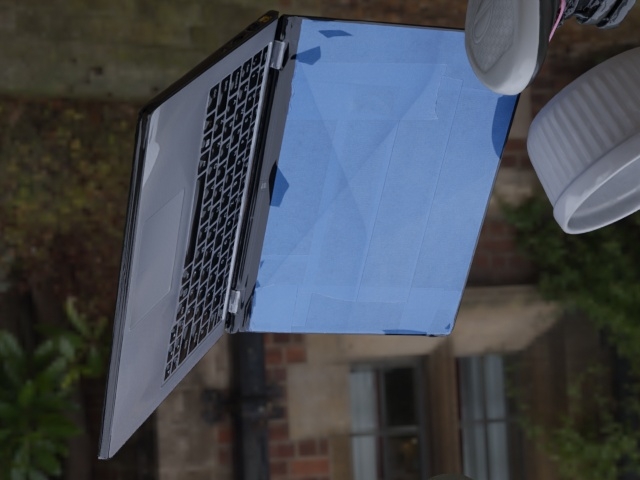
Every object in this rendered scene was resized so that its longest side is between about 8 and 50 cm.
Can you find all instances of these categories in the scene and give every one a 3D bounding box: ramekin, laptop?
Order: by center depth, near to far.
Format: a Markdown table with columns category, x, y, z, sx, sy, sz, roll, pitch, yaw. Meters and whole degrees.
| category | x | y | z | sx | sy | sz | roll | pitch | yaw |
| --- | --- | --- | --- | --- | --- | --- | --- | --- | --- |
| laptop | 0.000 | 0.000 | 1.321 | 0.236 | 0.382 | 0.408 | 20 | -147 | 14 |
| ramekin | 0.310 | -0.107 | 1.396 | 0.207 | 0.109 | 0.207 | -27 | 161 | -10 |

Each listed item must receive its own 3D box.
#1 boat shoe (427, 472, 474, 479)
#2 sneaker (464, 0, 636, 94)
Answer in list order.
| category | x | y | z | sx | sy | sz | roll | pitch | yaw |
| --- | --- | --- | --- | --- | --- | --- | --- | --- | --- |
| boat shoe | 0.170 | 0.355 | 1.584 | 0.079 | 0.081 | 0.227 | -11 | -157 | -7 |
| sneaker | 0.199 | -0.204 | 1.096 | 0.147 | 0.295 | 0.104 | 18 | 130 | -10 |
